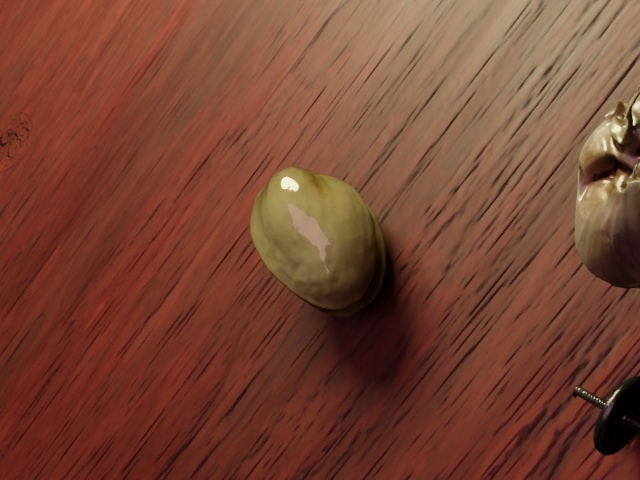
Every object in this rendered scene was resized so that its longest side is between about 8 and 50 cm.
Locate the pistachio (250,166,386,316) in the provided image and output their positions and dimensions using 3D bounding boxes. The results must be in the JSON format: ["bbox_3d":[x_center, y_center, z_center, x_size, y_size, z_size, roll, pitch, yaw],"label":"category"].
[{"bbox_3d":[0.000,0.000,1.328,0.113,0.113,0.149,-38,60,23],"label":"pistachio"}]

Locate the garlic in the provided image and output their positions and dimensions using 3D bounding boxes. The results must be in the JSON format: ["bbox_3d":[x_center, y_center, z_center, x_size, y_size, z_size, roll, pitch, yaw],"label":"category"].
[{"bbox_3d":[0.276,-0.087,1.101,0.207,0.256,0.207,-12,33,8],"label":"garlic"}]

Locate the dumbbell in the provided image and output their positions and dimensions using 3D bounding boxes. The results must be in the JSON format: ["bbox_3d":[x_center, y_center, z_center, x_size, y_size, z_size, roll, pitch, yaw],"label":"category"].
[{"bbox_3d":[0.255,0.147,1.131,0.147,0.069,0.069,29,96,36],"label":"dumbbell"}]
